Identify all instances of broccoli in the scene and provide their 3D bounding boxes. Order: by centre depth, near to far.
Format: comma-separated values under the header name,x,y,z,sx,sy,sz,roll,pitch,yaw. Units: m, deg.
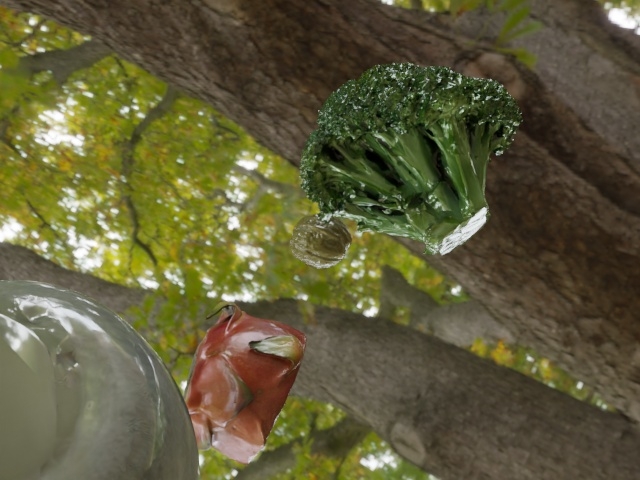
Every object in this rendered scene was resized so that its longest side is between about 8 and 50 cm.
name,x,y,z,sx,sy,sz,roll,pitch,yaw
broccoli,0.109,-0.094,1.055,0.269,0.242,0.261,-37,-28,8

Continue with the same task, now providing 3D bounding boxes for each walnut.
name,x,y,z,sx,sy,sz,roll,pitch,yaw
walnut,0.000,0.000,1.327,0.092,0.092,0.092,-17,-63,-38

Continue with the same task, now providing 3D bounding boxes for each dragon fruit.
name,x,y,z,sx,sy,sz,roll,pitch,yaw
dragon fruit,-0.161,0.262,1.659,0.189,0.290,0.291,24,-92,-4

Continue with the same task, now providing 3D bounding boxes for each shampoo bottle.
name,x,y,z,sx,sy,sz,roll,pitch,yaw
shampoo bottle,-0.264,0.204,0.779,0.322,0.322,0.317,-30,-27,-32
